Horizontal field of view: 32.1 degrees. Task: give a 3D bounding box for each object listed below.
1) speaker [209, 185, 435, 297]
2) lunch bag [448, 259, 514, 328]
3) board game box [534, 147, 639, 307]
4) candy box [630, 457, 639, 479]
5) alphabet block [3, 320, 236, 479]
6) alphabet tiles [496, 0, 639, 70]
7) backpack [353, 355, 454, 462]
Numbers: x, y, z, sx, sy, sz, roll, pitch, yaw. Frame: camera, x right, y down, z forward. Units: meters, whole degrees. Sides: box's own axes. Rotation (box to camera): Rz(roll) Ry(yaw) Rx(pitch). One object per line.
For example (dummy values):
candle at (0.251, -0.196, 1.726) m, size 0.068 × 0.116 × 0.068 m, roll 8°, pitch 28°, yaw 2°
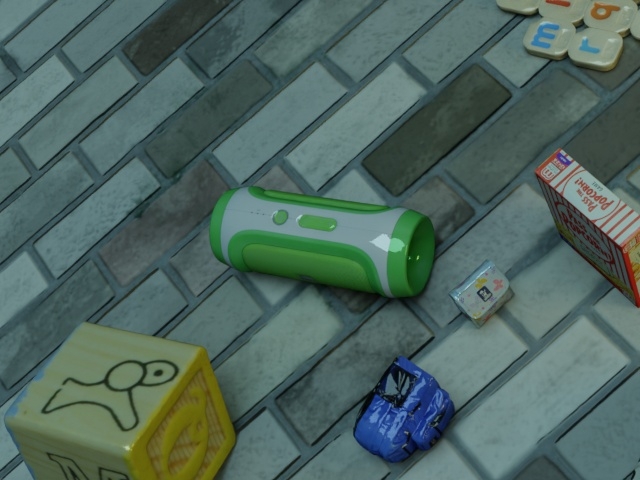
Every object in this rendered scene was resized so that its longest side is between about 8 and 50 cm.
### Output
speaker at (0.000, 0.000, 1.526) m, size 0.296 × 0.131 × 0.131 m, roll 9°, pitch 69°, yaw 26°
lunch bag at (0.207, 0.068, 1.436) m, size 0.071 × 0.083 × 0.053 m, roll -42°, pitch 58°, yaw -2°
board game box at (0.341, -0.013, 1.356) m, size 0.045 × 0.193 × 0.147 m, roll -42°, pitch 57°, yaw -1°
candy box at (0.420, 0.249, 1.217) m, size 0.071 × 0.159 × 0.233 m, roll 31°, pitch 77°, yaw -9°
alphabet block at (-0.253, 0.245, 1.441) m, size 0.197 × 0.193 × 0.192 m, roll 10°, pitch 45°, yaw 26°
alphabet tiles at (0.408, -0.376, 1.606) m, size 0.278 × 0.021 × 0.284 m, roll 19°, pitch 74°, yaw 28°
backpack at (0.103, 0.221, 1.396) m, size 0.101 × 0.098 × 0.120 m, roll 32°, pitch 80°, yaw 27°
